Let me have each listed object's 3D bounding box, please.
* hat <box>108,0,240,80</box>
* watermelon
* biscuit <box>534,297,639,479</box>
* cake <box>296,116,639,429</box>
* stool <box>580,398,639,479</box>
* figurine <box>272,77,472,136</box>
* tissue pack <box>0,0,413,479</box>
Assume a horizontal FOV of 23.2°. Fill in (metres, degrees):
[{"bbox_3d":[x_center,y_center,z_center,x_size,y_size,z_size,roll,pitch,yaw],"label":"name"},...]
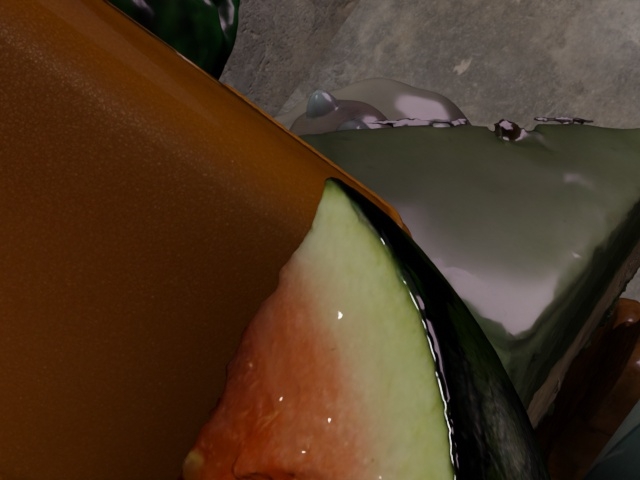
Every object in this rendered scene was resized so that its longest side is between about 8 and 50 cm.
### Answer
[{"bbox_3d":[-0.139,-0.091,0.686,0.332,0.274,0.242,65,19,7],"label":"hat"},{"bbox_3d":[0.023,0.080,0.398,0.137,0.145,0.193,32,2,5],"label":"watermelon"},{"bbox_3d":[0.159,0.118,0.971,0.044,0.186,0.295,34,8,2],"label":"biscuit"},{"bbox_3d":[0.115,0.045,0.817,0.284,0.158,0.172,-6,43,-32],"label":"cake"},{"bbox_3d":[0.229,0.125,0.477,0.226,0.310,0.310,36,5,-9],"label":"stool"},{"bbox_3d":[0.000,0.000,1.087,0.248,0.203,0.380,51,-16,-20],"label":"figurine"},{"bbox_3d":[-0.135,-0.040,0.478,0.274,0.145,0.194,35,1,-34],"label":"tissue pack"}]
